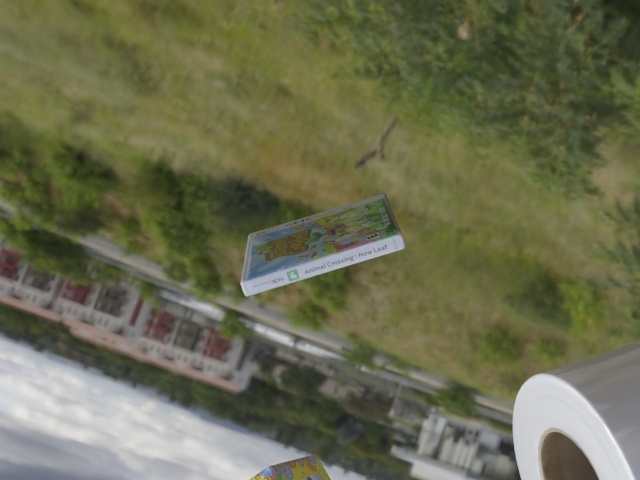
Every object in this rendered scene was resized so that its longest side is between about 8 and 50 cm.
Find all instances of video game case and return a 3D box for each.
[{"bbox_3d":[0.000,0.000,1.259,0.193,0.023,0.212,-17,-165,3],"label":"video game case"}]

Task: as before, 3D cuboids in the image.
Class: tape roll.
[{"bbox_3d":[0.333,0.233,1.062,0.169,0.246,0.246,-14,179,-16],"label":"tape roll"}]

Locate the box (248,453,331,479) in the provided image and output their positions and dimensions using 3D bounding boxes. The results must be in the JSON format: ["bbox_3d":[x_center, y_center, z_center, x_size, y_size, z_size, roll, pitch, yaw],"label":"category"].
[{"bbox_3d":[-0.073,0.535,1.584,0.290,0.279,0.177,59,-162,17],"label":"box"}]
